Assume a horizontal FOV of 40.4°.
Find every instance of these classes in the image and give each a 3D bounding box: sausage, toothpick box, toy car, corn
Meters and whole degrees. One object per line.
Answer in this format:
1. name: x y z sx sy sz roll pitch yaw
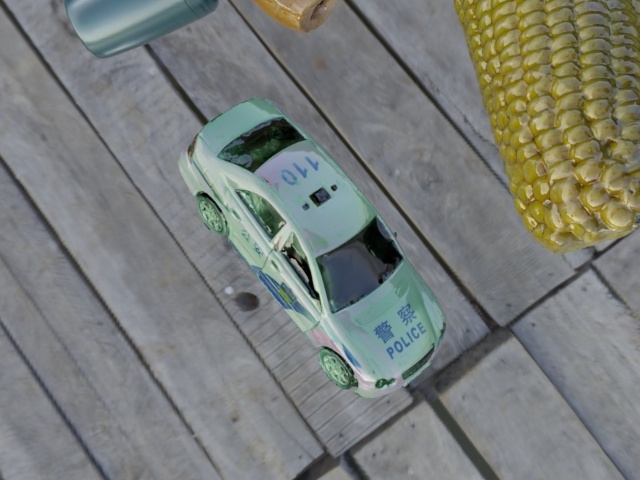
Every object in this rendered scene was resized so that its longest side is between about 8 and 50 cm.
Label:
1. sausage: -0.120 -0.439 1.222 0.354 0.134 0.116 44 137 9
2. toothpick box: -0.236 -0.317 1.135 0.184 0.120 0.120 -26 82 9
3. toy car: 0.000 0.000 0.593 0.090 0.076 0.224 -35 81 -29
4. corn: 0.173 -0.161 0.650 0.143 0.144 0.387 -10 64 8
